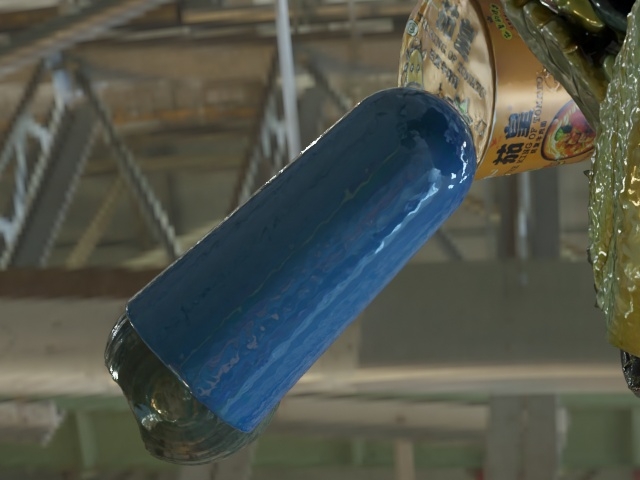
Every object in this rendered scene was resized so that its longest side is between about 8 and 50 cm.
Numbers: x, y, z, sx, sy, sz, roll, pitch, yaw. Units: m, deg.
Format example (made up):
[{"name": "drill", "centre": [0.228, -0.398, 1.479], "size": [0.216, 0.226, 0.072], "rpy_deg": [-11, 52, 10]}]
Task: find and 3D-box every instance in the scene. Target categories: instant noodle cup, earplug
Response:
[{"name": "instant noodle cup", "centre": [0.197, -0.160, 1.806], "size": [0.172, 0.216, 0.216], "rpy_deg": [-3, -158, -23]}, {"name": "earplug", "centre": [0.000, 0.000, 1.282], "size": [0.273, 0.132, 0.132], "rpy_deg": [-44, -152, 3]}]

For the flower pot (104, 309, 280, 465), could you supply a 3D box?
[{"name": "flower pot", "centre": [-0.127, 0.132, 1.808], "size": [0.157, 0.189, 0.243], "rpy_deg": [-28, -172, 2]}]

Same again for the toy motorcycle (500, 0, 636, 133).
[{"name": "toy motorcycle", "centre": [0.253, -0.111, 1.160], "size": [0.168, 0.410, 0.237], "rpy_deg": [-35, -171, 3]}]

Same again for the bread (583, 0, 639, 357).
[{"name": "bread", "centre": [0.118, -0.050, 0.432], "size": [0.103, 0.110, 0.156], "rpy_deg": [6, -138, 12]}]

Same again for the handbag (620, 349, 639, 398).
[{"name": "handbag", "centre": [0.400, 0.149, 2.001], "size": [0.115, 0.139, 0.072], "rpy_deg": [-11, -114, 6]}]
